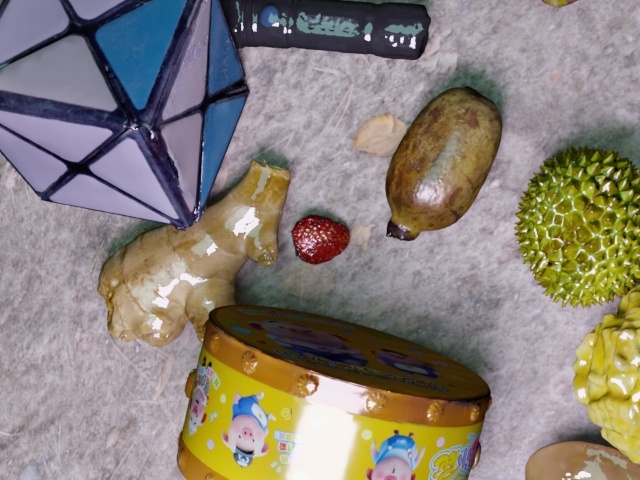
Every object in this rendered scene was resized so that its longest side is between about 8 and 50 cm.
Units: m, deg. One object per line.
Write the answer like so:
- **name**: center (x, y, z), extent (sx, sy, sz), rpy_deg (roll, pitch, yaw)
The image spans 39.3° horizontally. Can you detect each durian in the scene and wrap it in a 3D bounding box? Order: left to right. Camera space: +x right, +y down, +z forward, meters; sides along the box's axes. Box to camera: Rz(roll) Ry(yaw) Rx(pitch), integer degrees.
- **durian**: center (0.383, -0.015, 1.291), extent (0.200, 0.176, 0.237), rpy_deg (-9, 100, 35)

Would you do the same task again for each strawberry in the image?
- **strawberry**: center (0.000, 0.000, 1.445), extent (0.096, 0.083, 0.083), rpy_deg (-14, 87, -13)

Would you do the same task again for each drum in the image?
- **drum**: center (0.019, 0.250, 1.267), extent (0.430, 0.431, 0.214), rpy_deg (16, 94, 15)

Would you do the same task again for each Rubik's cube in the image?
- **Rubik's cube**: center (-0.305, -0.234, 1.363), extent (0.310, 0.307, 0.305), rpy_deg (12, 65, 15)

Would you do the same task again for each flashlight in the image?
- **flashlight**: center (-0.032, -0.346, 1.436), extent (0.423, 0.103, 0.103), rpy_deg (9, 93, 14)

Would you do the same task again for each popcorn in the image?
- **popcorn**: center (0.463, 0.182, 1.211), extent (0.249, 0.225, 0.250), rpy_deg (0, 91, -25)

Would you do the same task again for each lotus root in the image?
- **lotus root**: center (0.179, -0.110, 1.364), extent (0.145, 0.128, 0.260), rpy_deg (33, 94, 27)

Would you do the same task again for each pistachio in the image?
- **pistachio**: center (0.420, 0.382, 1.285), extent (0.260, 0.163, 0.213), rpy_deg (10, 132, 16)

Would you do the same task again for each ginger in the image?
- **ginger**: center (-0.191, 0.036, 1.446), extent (0.375, 0.166, 0.236), rpy_deg (-35, 49, 22)

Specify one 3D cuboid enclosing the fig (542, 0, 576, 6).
- **fig**: center (0.340, -0.416, 1.353), extent (0.093, 0.093, 0.166), rpy_deg (-44, 52, 12)
